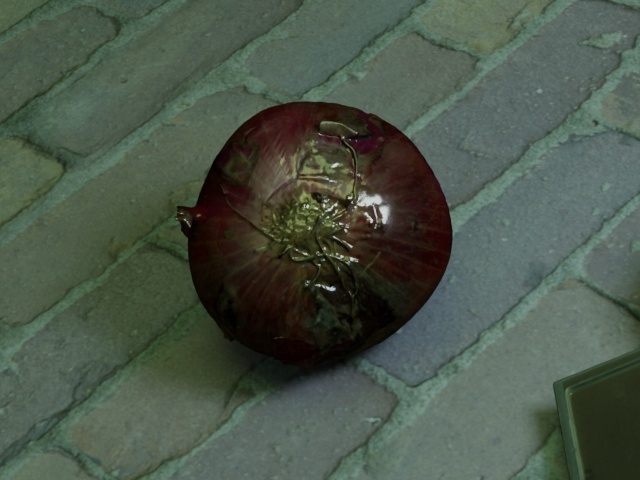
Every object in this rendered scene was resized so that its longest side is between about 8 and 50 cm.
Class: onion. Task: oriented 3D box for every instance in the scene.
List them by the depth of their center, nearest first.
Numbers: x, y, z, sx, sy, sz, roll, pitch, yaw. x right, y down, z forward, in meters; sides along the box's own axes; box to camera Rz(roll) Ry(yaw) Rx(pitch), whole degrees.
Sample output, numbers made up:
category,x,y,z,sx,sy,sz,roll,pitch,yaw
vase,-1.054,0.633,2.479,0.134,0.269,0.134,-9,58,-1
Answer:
category,x,y,z,sx,sy,sz,roll,pitch,yaw
onion,-0.012,-0.011,2.187,0.354,0.353,0.353,-8,43,7

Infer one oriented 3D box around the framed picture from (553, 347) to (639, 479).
category,x,y,z,sx,sy,sz,roll,pitch,yaw
framed picture,0.429,0.278,1.856,0.326,0.028,0.446,-25,44,24
